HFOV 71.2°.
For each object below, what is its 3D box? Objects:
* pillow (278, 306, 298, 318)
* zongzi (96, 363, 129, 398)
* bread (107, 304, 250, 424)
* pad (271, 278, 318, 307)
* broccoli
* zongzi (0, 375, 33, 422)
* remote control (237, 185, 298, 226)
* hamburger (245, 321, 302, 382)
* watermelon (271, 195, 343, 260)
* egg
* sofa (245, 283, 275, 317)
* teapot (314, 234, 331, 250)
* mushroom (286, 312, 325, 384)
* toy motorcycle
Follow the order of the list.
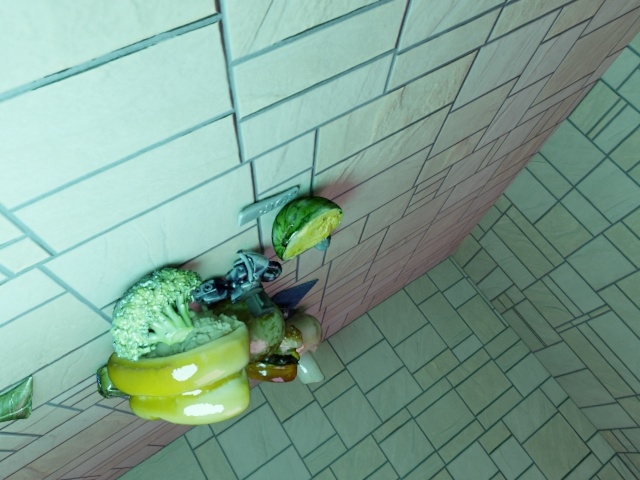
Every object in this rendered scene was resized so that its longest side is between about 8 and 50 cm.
[{"bbox_3d":[-0.190,0.332,1.944,0.141,0.055,0.208,-37,159,11],"label":"pillow"},{"bbox_3d":[-0.603,0.452,1.470,0.260,0.123,0.289,-13,160,-36],"label":"zongzi"},{"bbox_3d":[-0.370,0.343,1.226,0.423,0.246,0.329,-9,-156,32],"label":"bread"},{"bbox_3d":[-0.158,0.273,1.969,0.269,0.012,0.269,-15,153,-47],"label":"pad"},{"bbox_3d":[-0.386,0.169,1.071,0.226,0.176,0.198,-12,154,-20],"label":"broccoli"},{"bbox_3d":[-0.803,0.397,1.105,0.154,0.062,0.131,1,120,-37],"label":"zongzi"},{"bbox_3d":[-0.133,-0.091,1.123,0.184,0.027,0.050,-30,163,-32],"label":"remote control"},{"bbox_3d":[-0.201,0.422,1.756,0.291,0.290,0.225,26,72,-69],"label":"hamburger"},{"bbox_3d":[-0.053,-0.045,1.205,0.232,0.127,0.204,-24,159,-40],"label":"watermelon"},{"bbox_3d":[-0.257,0.296,1.507,0.289,0.238,0.238,12,131,-42],"label":"egg"},{"bbox_3d":[-0.199,0.165,1.424,0.085,0.147,0.060,-8,151,-50],"label":"sofa"},{"bbox_3d":[0.000,0.000,1.530,0.088,0.066,0.057,-23,-170,37],"label":"teapot"},{"bbox_3d":[-0.147,0.538,2.221,0.324,0.354,0.353,-2,156,-3],"label":"mushroom"},{"bbox_3d":[-0.243,0.112,1.295,0.270,0.106,0.159,-21,155,-8],"label":"toy motorcycle"}]
